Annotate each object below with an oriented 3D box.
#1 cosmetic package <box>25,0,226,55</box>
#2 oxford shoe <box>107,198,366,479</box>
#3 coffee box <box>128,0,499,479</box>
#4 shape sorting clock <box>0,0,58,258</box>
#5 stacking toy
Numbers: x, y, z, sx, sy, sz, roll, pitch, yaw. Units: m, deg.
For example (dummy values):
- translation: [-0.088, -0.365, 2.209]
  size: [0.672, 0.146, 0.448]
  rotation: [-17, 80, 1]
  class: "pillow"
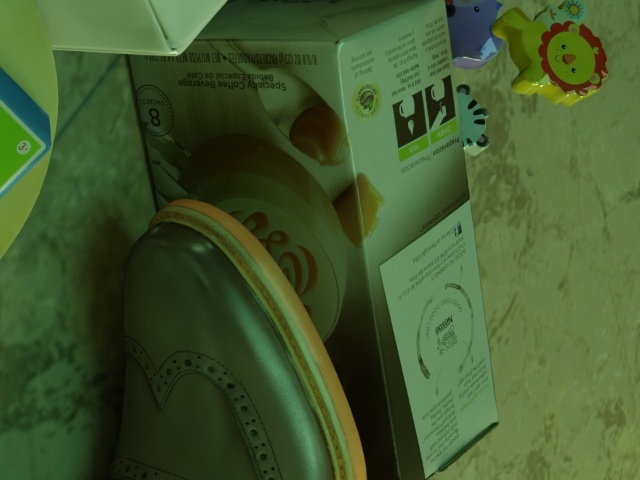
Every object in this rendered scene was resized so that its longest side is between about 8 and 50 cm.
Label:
- translation: [-0.131, -0.275, 0.668]
  size: [0.197, 0.155, 0.365]
  rotation: [-52, 133, -34]
  class: "cosmetic package"
- translation: [-0.061, 0.162, 0.847]
  size: [0.133, 0.130, 0.363]
  rotation: [-22, 111, -42]
  class: "oxford shoe"
- translation: [0.000, 0.000, 0.888]
  size: [0.098, 0.141, 0.246]
  rotation: [-31, 118, -46]
  class: "coffee box"
- translation: [-0.200, -0.043, 0.667]
  size: [0.206, 0.040, 0.206]
  rotation: [-18, 125, -27]
  class: "shape sorting clock"
- translation: [0.066, -0.156, 0.887]
  size: [0.052, 0.167, 0.221]
  rotation: [-17, 84, -20]
  class: "stacking toy"
